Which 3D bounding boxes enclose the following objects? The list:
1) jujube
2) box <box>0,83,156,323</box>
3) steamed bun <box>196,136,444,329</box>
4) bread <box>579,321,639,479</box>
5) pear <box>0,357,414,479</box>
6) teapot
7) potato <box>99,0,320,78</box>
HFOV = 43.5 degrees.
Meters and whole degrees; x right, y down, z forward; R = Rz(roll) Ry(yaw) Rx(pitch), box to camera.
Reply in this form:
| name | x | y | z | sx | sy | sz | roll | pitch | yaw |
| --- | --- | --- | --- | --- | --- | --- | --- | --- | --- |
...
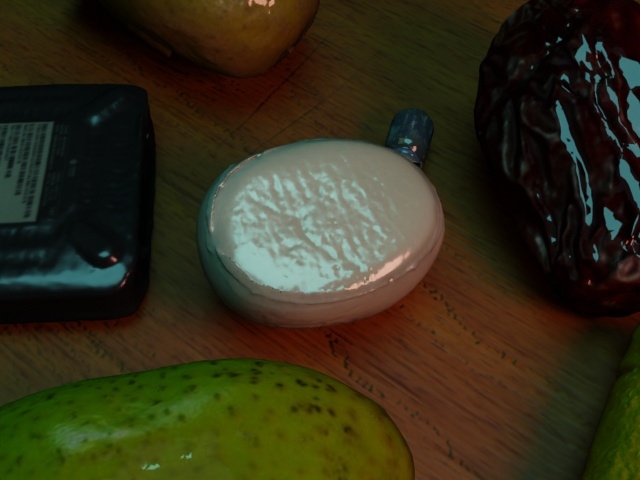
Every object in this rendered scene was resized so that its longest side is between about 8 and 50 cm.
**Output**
| name | x | y | z | sx | sy | sz | roll | pitch | yaw |
| --- | --- | --- | --- | --- | --- | --- | --- | --- | --- |
| jujube | 0.277 | -0.089 | 0.802 | 0.216 | 0.216 | 0.342 | -1 | 57 | -4 |
| box | -0.310 | -0.048 | 0.800 | 0.288 | 0.073 | 0.290 | -2 | 52 | -5 |
| steamed bun | 0.000 | 0.000 | 0.745 | 0.228 | 0.131 | 0.177 | -16 | 65 | -17 |
| bread | 0.284 | 0.204 | 0.613 | 0.166 | 0.112 | 0.384 | 25 | 55 | 15 |
| pear | -0.076 | 0.211 | 0.511 | 0.318 | 0.239 | 0.342 | -28 | 58 | -13 |
| teapot | 0.089 | -0.108 | 0.886 | 0.063 | 0.049 | 0.083 | 14 | 53 | 8 |
| potato | -0.132 | -0.340 | 0.985 | 0.296 | 0.290 | 0.397 | 40 | 15 | -7 |
